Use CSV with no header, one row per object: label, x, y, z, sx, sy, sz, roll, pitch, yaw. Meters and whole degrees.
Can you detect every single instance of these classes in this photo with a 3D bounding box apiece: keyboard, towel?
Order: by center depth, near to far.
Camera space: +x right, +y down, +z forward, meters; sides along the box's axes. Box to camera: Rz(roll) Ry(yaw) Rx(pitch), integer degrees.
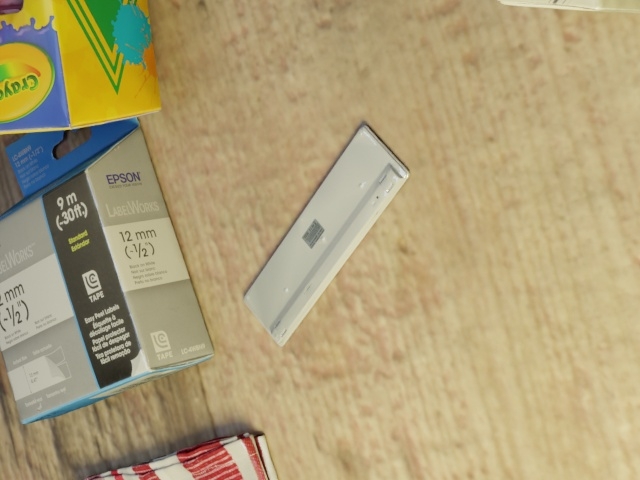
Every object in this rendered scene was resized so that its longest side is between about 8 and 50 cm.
keyboard,0.000,0.000,1.212,0.072,0.014,0.256,53,125,26
towel,-0.153,0.363,1.381,0.329,0.037,0.237,-23,83,39

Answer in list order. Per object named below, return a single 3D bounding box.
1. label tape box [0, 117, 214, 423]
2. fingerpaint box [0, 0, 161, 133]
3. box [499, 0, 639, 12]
label tape box,-0.289,0.012,1.387,0.249,0.115,0.347,-24,83,39
fingerpaint box,-0.416,-0.297,1.288,0.445,0.163,0.371,0,102,29
box,0.213,-0.316,0.920,0.094,0.113,0.275,13,107,36
